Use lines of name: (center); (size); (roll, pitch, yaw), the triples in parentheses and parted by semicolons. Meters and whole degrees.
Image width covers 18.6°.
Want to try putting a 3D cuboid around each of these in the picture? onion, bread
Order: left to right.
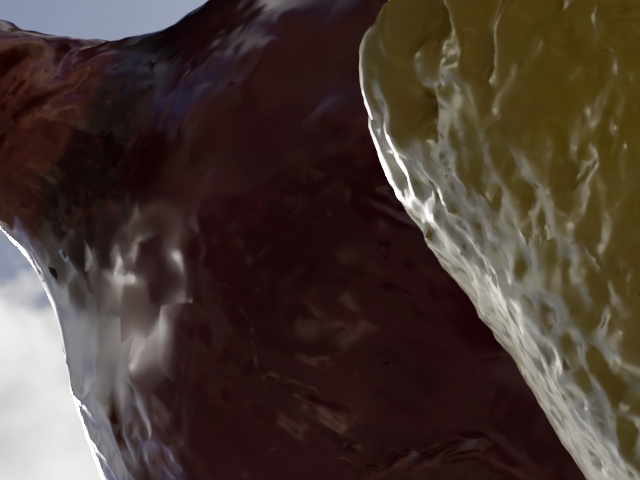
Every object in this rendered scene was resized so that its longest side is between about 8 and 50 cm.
onion: (0.000, 0.000, 0.782); (0.385, 0.348, 0.348); (22, -50, -8)
bread: (0.115, -0.012, 0.373); (0.197, 0.171, 0.197); (-17, -33, -12)
